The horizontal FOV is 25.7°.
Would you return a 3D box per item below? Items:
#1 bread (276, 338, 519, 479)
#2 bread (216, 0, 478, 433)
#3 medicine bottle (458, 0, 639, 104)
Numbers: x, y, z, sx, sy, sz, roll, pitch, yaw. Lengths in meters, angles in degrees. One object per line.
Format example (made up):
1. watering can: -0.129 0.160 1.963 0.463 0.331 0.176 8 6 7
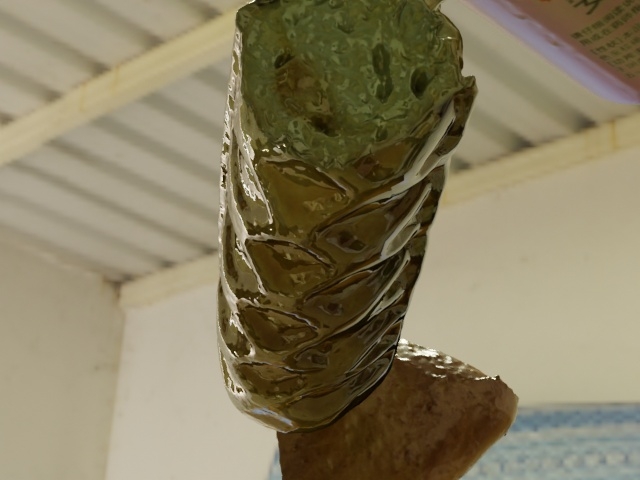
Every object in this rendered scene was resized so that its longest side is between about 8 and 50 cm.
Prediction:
1. bread: 0.015 0.108 0.759 0.154 0.136 0.054 22 -24 13
2. bread: 0.000 -0.001 0.588 0.087 0.098 0.269 -2 -31 -7
3. medicine bottle: 0.153 -0.225 0.933 0.178 0.178 0.291 -20 -35 40
